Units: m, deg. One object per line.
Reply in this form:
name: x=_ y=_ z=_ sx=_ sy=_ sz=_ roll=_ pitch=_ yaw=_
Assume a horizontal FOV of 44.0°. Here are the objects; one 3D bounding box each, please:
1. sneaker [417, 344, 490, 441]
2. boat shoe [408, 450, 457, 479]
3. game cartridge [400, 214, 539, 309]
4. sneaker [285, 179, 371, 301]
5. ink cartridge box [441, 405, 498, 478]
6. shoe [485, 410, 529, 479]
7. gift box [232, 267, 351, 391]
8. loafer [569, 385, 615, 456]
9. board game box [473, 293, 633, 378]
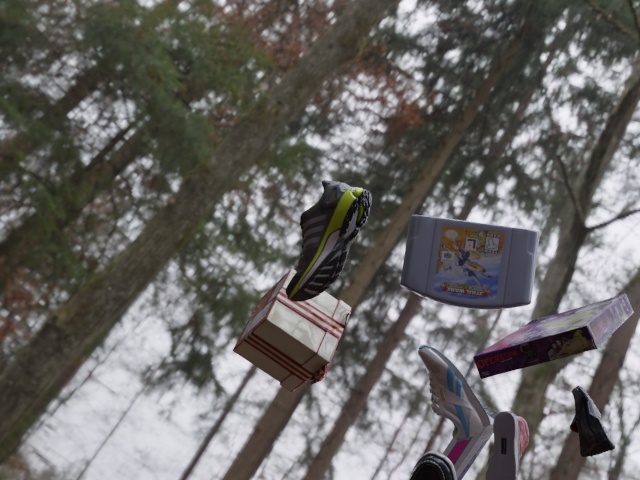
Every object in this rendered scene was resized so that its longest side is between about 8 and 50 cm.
sneaker: x=0.279 y=0.335 z=1.756 sx=0.228 sy=0.092 sz=0.087 roll=56 pitch=-6 yaw=6
boat shoe: x=0.209 y=0.589 z=1.679 sx=0.114 sy=0.091 sz=0.302 roll=20 pitch=-67 yaw=31
game cartridge: x=0.339 y=0.055 z=1.813 sx=0.297 sy=0.198 sz=0.062 roll=7 pitch=-15 yaw=10
sneaker: x=0.000 y=0.000 z=1.781 sx=0.121 sy=0.299 sz=0.111 roll=32 pitch=4 yaw=32
ink cartridge box: x=0.350 y=0.616 z=2.123 sx=0.069 sy=0.370 sz=0.176 roll=33 pitch=9 yaw=25
shoe: x=0.377 y=0.432 z=1.575 sx=0.064 sy=0.177 sz=0.081 roll=-4 pitch=-19 yaw=37
gift box: x=-0.063 y=0.270 z=2.318 sx=0.258 sy=0.255 sz=0.276 roll=36 pitch=-41 yaw=-11
loafer: x=0.498 y=0.339 z=1.499 sx=0.061 sy=0.170 sz=0.062 roll=-33 pitch=-71 yaw=16
board game box: x=0.436 y=0.170 z=1.450 sx=0.208 sy=0.347 sz=0.056 roll=-27 pitch=-99 yaw=29
